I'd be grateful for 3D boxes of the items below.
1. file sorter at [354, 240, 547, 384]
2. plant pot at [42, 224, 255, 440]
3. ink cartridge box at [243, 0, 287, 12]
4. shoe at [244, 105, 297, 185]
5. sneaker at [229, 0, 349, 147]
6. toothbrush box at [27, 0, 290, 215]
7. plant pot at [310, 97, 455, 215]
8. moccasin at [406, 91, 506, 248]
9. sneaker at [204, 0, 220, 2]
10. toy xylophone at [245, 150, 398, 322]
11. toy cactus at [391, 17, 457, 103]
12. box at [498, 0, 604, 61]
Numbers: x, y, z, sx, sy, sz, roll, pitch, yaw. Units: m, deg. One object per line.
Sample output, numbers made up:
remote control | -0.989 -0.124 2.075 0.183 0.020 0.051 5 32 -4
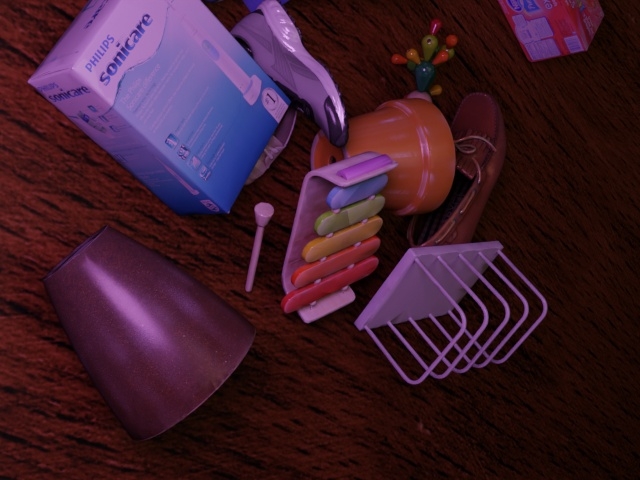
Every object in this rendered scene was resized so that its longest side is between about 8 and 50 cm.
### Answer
file sorter | 0.245 0.132 1.520 0.278 0.193 0.173 -3 46 -45
plant pot | -0.239 0.099 1.086 0.230 0.215 0.215 51 54 -14
ink cartridge box | -0.054 -0.523 1.214 0.330 0.324 0.071 51 18 -30
shoe | -0.084 -0.185 1.337 0.076 0.058 0.219 40 61 -37
sneaker | -0.045 -0.245 1.295 0.108 0.100 0.271 -33 73 -7
toothbrush box | -0.211 -0.205 1.161 0.295 0.126 0.216 44 60 -36
plant pot | 0.094 -0.138 1.435 0.188 0.205 0.205 -8 94 -30
moccasin | 0.259 -0.131 1.643 0.147 0.139 0.380 41 70 -47
sneaker | -0.270 -0.432 1.123 0.350 0.131 0.148 45 65 -28
toy xylophone | 0.000 0.000 1.312 0.236 0.081 0.322 -28 146 -28
toy cactus | 0.181 -0.291 1.540 0.112 0.219 0.180 16 72 -3
box | 0.496 -0.568 1.878 0.300 0.154 0.142 52 54 -29
